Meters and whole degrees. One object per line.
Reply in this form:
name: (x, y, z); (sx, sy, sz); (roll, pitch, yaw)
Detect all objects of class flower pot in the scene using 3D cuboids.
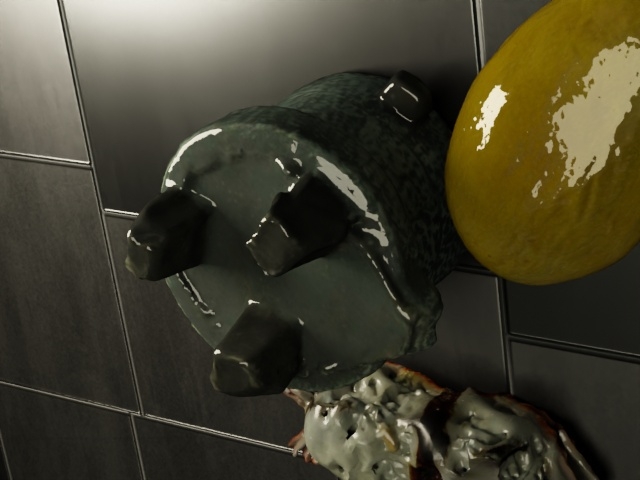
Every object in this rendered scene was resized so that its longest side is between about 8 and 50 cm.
flower pot: (0.000, 0.000, 1.476); (0.299, 0.283, 0.299); (17, 122, 29)

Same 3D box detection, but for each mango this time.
mango: (0.221, -0.101, 1.364); (0.195, 0.142, 0.332); (32, 122, 13)

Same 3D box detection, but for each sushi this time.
sushi: (0.118, 0.208, 1.607); (0.332, 0.130, 0.124); (16, 123, 28)
